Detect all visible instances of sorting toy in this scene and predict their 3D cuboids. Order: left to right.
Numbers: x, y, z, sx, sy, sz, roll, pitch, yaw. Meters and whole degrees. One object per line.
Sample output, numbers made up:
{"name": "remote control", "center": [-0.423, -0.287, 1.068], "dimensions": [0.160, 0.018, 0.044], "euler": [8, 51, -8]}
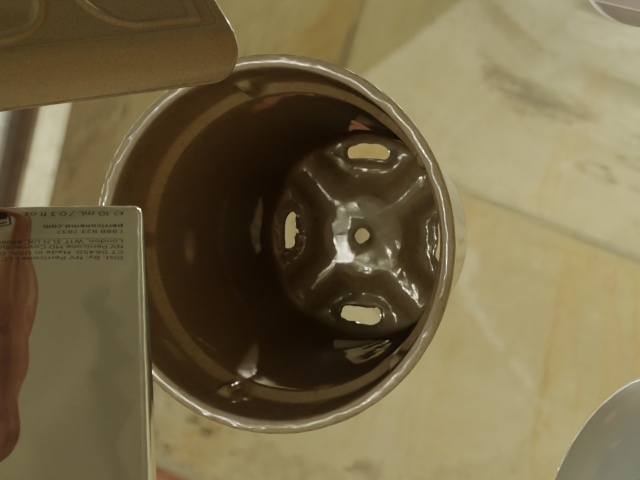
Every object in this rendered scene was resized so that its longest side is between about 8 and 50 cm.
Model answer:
{"name": "sorting toy", "center": [-0.229, -0.169, 1.011], "dimensions": [0.307, 0.041, 0.229], "euler": [-11, -122, -29]}

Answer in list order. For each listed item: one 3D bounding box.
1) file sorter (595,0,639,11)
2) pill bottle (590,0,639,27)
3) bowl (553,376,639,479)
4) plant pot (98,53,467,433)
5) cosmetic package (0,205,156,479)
{"name": "file sorter", "center": [0.161, -0.201, 0.646], "dimensions": [0.278, 0.173, 0.193], "euler": [15, 168, 14]}
{"name": "pill bottle", "center": [0.223, -0.221, 1.136], "dimensions": [0.087, 0.087, 0.160], "euler": [15, -146, -5]}
{"name": "bowl", "center": [0.266, 0.241, 1.057], "dimensions": [0.134, 0.298, 0.298], "euler": [11, -155, -22]}
{"name": "plant pot", "center": [0.000, 0.000, 1.551], "dimensions": [0.334, 0.334, 0.305], "euler": [24, -172, 15]}
{"name": "cosmetic package", "center": [-0.151, 0.119, 0.855], "dimensions": [0.129, 0.153, 0.296], "euler": [-2, -149, -7]}
